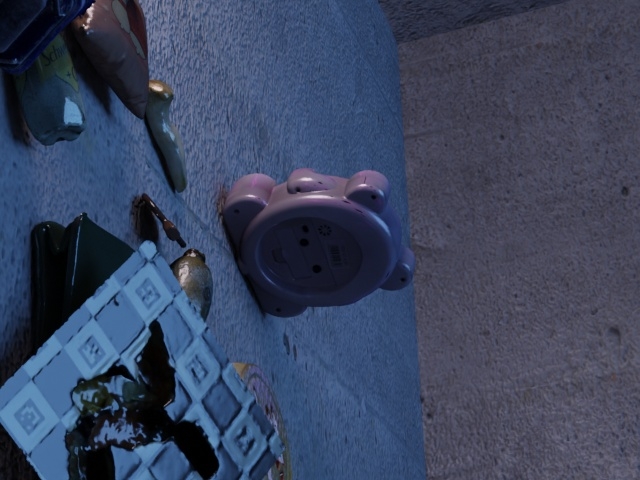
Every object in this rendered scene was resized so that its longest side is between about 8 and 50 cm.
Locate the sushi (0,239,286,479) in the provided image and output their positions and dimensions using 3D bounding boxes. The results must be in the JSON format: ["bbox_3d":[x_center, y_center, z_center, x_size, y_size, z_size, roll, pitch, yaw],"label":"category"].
[{"bbox_3d":[-0.235,0.240,1.716,0.359,0.064,0.343,58,43,-18],"label":"sushi"}]

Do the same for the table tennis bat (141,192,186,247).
[{"bbox_3d":[-0.281,0.005,2.120,0.107,0.119,0.170,52,-4,-17],"label":"table tennis bat"}]

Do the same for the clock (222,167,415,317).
[{"bbox_3d":[0.000,0.000,2.543,0.113,0.322,0.296,-72,146,-53],"label":"clock"}]

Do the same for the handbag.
[{"bbox_3d":[-0.300,0.117,1.832,0.247,0.079,0.260,43,40,-62],"label":"handbag"}]

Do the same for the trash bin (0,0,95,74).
[{"bbox_3d":[-0.367,-0.337,1.706,0.184,0.162,0.234,47,26,-6],"label":"trash bin"}]

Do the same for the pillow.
[{"bbox_3d":[-0.326,-0.332,2.066,0.236,0.084,0.223,53,21,-55],"label":"pillow"}]

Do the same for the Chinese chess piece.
[{"bbox_3d":[-0.135,0.331,2.177,0.270,0.112,0.270,-15,90,-78],"label":"Chinese chess piece"}]

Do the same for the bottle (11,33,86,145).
[{"bbox_3d":[-0.384,-0.263,1.822,0.083,0.083,0.270,17,53,-73],"label":"bottle"}]

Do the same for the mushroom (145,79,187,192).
[{"bbox_3d":[-0.255,-0.176,2.278,0.059,0.054,0.202,-73,152,-64],"label":"mushroom"}]

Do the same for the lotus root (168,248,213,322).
[{"bbox_3d":[-0.215,0.088,2.130,0.113,0.088,0.192,108,-8,-47],"label":"lotus root"}]
